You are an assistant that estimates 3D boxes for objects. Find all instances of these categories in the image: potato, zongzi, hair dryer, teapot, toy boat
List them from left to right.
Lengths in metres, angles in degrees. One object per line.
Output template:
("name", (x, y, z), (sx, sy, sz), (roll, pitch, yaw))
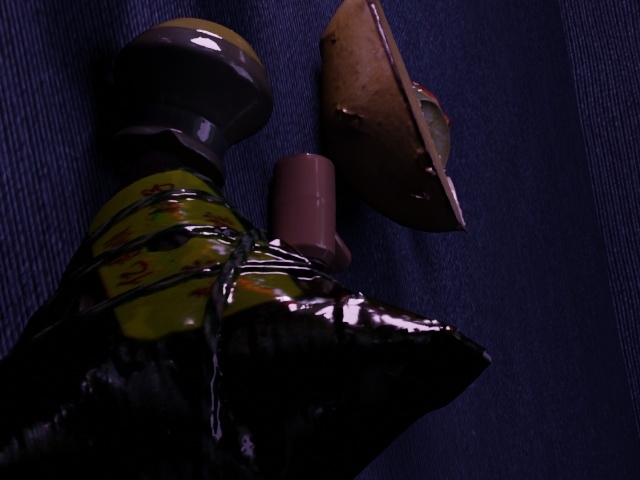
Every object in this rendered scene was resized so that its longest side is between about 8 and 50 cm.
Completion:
("zongzi", (-0.130, 0.116, 1.007), (0.383, 0.362, 0.319), (-176, -109, -70))
("teapot", (-0.109, -0.097, 1.248), (0.165, 0.130, 0.119), (114, -6, -66))
("hair dryer", (0.000, 0.000, 1.579), (0.181, 0.064, 0.117), (54, 32, -62))
("potato", (0.063, -0.130, 1.736), (0.239, 0.116, 0.299), (11, 59, -76))
("toy boat", (0.118, -0.137, 1.955), (0.089, 0.071, 0.185), (-29, 114, -25))
